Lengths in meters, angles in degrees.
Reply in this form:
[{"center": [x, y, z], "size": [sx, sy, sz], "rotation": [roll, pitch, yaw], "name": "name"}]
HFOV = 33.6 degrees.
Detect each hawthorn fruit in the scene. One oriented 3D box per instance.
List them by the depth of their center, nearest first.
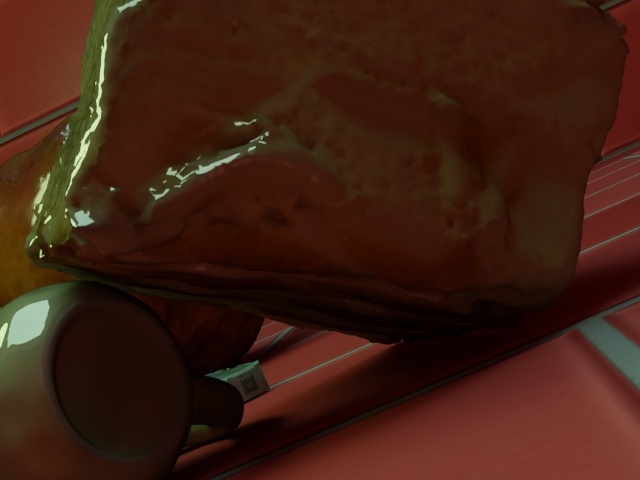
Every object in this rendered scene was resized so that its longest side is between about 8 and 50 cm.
[{"center": [-0.265, 0.017, 1.580], "size": [0.472, 0.471, 0.472], "rotation": [-24, 0, 0], "name": "hawthorn fruit"}]

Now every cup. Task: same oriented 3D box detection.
[{"center": [-0.184, 0.154, 0.831], "size": [0.202, 0.255, 0.173], "rotation": [-26, 41, 37], "name": "cup"}]

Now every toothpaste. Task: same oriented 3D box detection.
[{"center": [-0.110, 0.163, 1.166], "size": [0.046, 0.034, 0.164], "rotation": [-24, 0, -31], "name": "toothpaste"}]

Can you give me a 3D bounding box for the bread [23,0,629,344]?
[{"center": [-0.009, -0.076, 0.841], "size": [0.390, 0.279, 0.371], "rotation": [13, -11, -20], "name": "bread"}]
